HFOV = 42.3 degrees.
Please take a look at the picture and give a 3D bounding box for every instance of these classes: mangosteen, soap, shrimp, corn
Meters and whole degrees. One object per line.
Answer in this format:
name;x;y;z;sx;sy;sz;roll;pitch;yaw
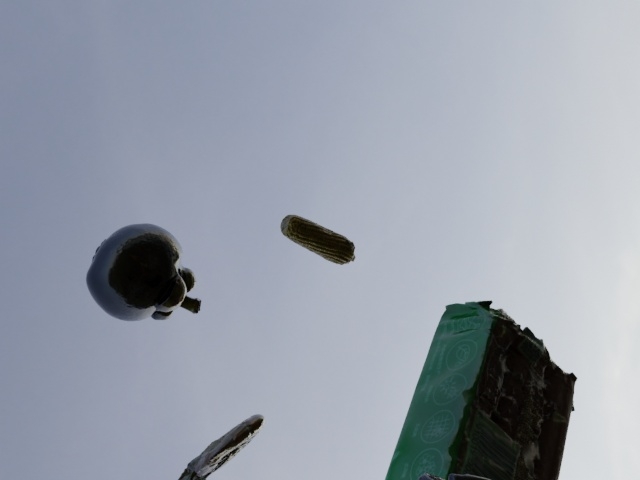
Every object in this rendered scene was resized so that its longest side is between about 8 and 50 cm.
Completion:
mangosteen;-0.218;0.049;1.057;0.151;0.137;0.137;33;-124;-7
soap;0.161;0.203;0.822;0.218;0.098;0.273;48;-134;-25
shrimp;-0.091;0.188;0.724;0.023;0.108;0.059;49;-173;7
corn;0.000;0.000;0.749;0.083;0.028;0.027;27;-93;-30

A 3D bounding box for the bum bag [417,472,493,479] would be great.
bum bag;0.139;0.242;0.604;0.248;0.060;0.123;20;-85;-30
